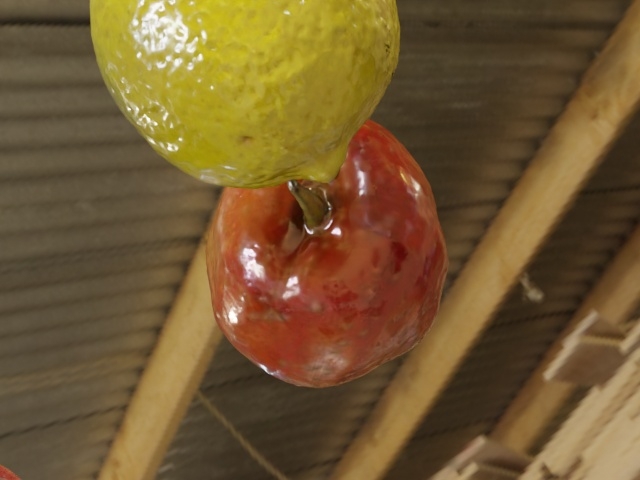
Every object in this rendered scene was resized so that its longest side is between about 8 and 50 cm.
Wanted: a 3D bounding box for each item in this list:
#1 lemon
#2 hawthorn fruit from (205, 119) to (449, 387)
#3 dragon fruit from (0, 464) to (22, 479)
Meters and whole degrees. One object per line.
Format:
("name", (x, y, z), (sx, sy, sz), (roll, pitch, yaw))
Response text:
("lemon", (-0.062, -0.176, 0.944), (0.267, 0.267, 0.267), (-21, -37, -17))
("hawthorn fruit", (0.000, 0.000, 1.212), (0.287, 0.287, 0.330), (-31, -21, -4))
("dragon fruit", (-0.324, 0.320, 1.075), (0.189, 0.290, 0.290), (-33, -35, -2))
